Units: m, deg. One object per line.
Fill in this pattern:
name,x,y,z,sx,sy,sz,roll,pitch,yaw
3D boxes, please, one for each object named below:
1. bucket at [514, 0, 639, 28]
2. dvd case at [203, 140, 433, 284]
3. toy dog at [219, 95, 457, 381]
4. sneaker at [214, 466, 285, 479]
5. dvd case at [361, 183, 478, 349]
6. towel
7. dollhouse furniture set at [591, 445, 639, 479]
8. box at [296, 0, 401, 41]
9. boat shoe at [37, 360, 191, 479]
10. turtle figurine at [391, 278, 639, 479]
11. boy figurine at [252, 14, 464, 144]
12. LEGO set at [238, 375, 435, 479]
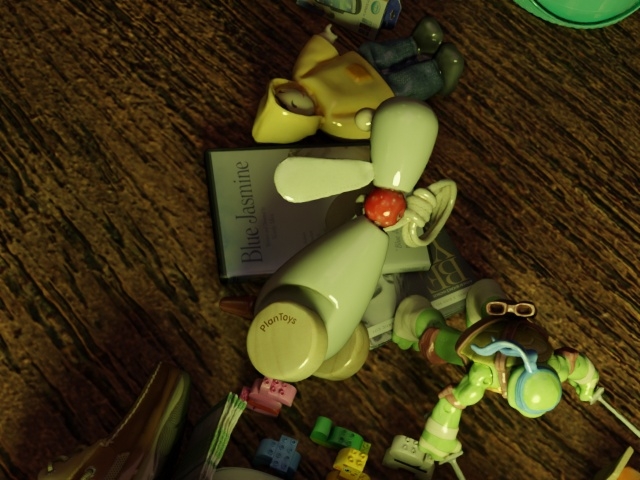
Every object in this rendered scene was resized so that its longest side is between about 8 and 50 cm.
bucket,0.372,-0.442,1.701,0.281,0.183,0.281,5,59,-8
dvd case,-0.005,-0.038,1.454,0.253,0.022,0.180,-4,61,-12
toy dog,0.000,0.000,1.326,0.161,0.220,0.334,23,69,24
sneaker,-0.006,0.295,1.231,0.258,0.091,0.094,26,58,4
dvd case,0.077,0.009,1.465,0.164,0.018,0.221,-20,66,-22
towel,-0.123,0.236,1.233,0.023,0.113,0.152,27,58,-12
dollhouse furniture set,0.424,0.302,1.290,0.262,0.135,0.259,35,59,10
box,0.038,-0.317,1.615,0.136,0.081,0.028,28,58,6
boat shoe,-0.225,0.256,1.195,0.120,0.122,0.324,20,57,5
turtle figurine,0.190,0.166,1.304,0.198,0.266,0.275,-42,117,3
boy figurine,0.033,-0.198,1.539,0.285,0.092,0.177,-21,68,-26
LEGO set,0.014,0.216,1.282,0.227,0.093,0.087,22,58,1
